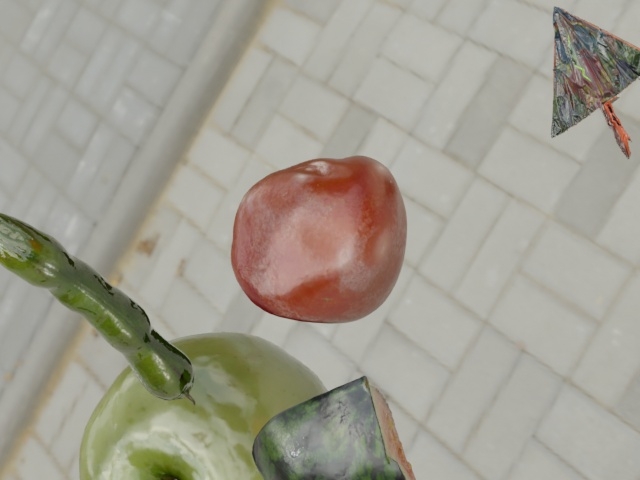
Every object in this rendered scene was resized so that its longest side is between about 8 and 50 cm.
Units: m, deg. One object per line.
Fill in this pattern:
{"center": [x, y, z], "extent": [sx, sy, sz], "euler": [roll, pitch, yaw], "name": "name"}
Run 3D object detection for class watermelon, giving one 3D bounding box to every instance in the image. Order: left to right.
{"center": [0.032, 0.216, 1.161], "extent": [0.193, 0.137, 0.145], "euler": [-44, 58, 49], "name": "watermelon"}

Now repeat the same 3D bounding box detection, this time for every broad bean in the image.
{"center": [-0.170, 0.053, 1.002], "extent": [0.053, 0.256, 0.052], "euler": [-35, 42, 11], "name": "broad bean"}

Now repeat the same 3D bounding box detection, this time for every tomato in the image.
{"center": [0.000, 0.000, 1.317], "extent": [0.187, 0.187, 0.151], "euler": [-30, 42, 32], "name": "tomato"}

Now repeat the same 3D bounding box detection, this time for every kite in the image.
{"center": [0.294, -0.174, 1.429], "extent": [0.189, 0.009, 0.232], "euler": [66, 157, 10], "name": "kite"}

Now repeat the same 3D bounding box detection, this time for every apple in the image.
{"center": [-0.126, 0.285, 1.744], "extent": [0.357, 0.357, 0.357], "euler": [-23, 54, 36], "name": "apple"}
